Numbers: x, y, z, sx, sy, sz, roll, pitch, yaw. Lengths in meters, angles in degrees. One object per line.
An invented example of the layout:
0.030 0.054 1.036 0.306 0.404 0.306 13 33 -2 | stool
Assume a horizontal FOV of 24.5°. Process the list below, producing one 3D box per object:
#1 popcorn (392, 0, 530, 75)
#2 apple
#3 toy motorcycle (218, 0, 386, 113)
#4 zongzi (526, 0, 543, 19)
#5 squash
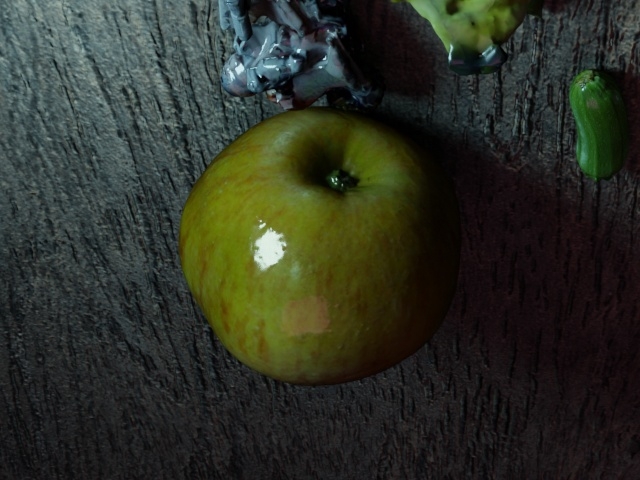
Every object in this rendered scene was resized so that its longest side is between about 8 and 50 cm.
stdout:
0.162 -0.377 1.569 0.293 0.237 0.293 3 139 2 | popcorn
0.000 0.000 2.056 0.400 0.400 0.333 2 139 11 | apple
-0.059 -0.286 1.867 0.207 0.134 0.401 -9 145 15 | toy motorcycle
0.274 -0.318 1.817 0.113 0.052 0.104 20 142 -40 | zongzi
0.382 -0.154 2.017 0.077 0.068 0.219 -9 144 6 | squash
